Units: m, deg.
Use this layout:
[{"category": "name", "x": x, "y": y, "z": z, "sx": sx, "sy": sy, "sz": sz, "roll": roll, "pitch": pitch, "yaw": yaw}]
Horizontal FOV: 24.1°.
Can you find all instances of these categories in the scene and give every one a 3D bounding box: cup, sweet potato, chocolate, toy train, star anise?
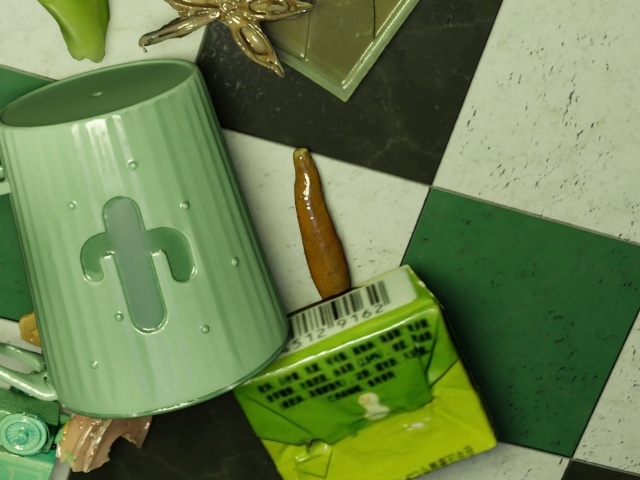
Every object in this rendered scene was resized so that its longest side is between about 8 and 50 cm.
[{"category": "cup", "x": -0.263, "y": 0.015, "z": 1.848, "sx": 0.401, "sy": 0.310, "sz": 0.392, "roll": -26, "pitch": 113, "yaw": -29}, {"category": "sweet potato", "x": 0.001, "y": 0.000, "z": 2.018, "sx": 0.057, "sy": 0.057, "sz": 0.264, "roll": -14, "pitch": 116, "yaw": 1}, {"category": "chocolate", "x": 0.057, "y": 0.203, "z": 2.049, "sx": 0.301, "sy": 0.137, "sz": 0.288, "roll": -22, "pitch": 127, "yaw": 6}, {"category": "toy train", "x": -0.497, "y": 0.265, "z": 2.065, "sx": 0.298, "sy": 0.120, "sz": 0.194, "roll": 17, "pitch": 117, "yaw": -12}, {"category": "star anise", "x": -0.112, "y": -0.298, "z": 1.835, "sx": 0.208, "sy": 0.063, "sz": 0.171, "roll": 10, "pitch": 96, "yaw": -6}]

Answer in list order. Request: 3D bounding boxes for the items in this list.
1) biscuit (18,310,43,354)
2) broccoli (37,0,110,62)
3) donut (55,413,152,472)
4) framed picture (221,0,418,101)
[{"category": "biscuit", "x": -0.327, "y": 0.141, "z": 2.071, "sx": 0.133, "sy": 0.027, "sz": 0.184, "roll": -36, "pitch": 112, "yaw": 10}, {"category": "broccoli", "x": -0.302, "y": -0.391, "z": 1.773, "sx": 0.254, "sy": 0.186, "sz": 0.302, "roll": -36, "pitch": 153, "yaw": 12}, {"category": "donut", "x": -0.292, "y": 0.248, "z": 2.061, "sx": 0.065, "sy": 0.166, "sz": 0.117, "roll": 28, "pitch": 110, "yaw": 21}, {"category": "framed picture", "x": 0.027, "y": -0.430, "z": 1.840, "sx": 0.326, "sy": 0.028, "sz": 0.446, "roll": 32, "pitch": 108, "yaw": -18}]
